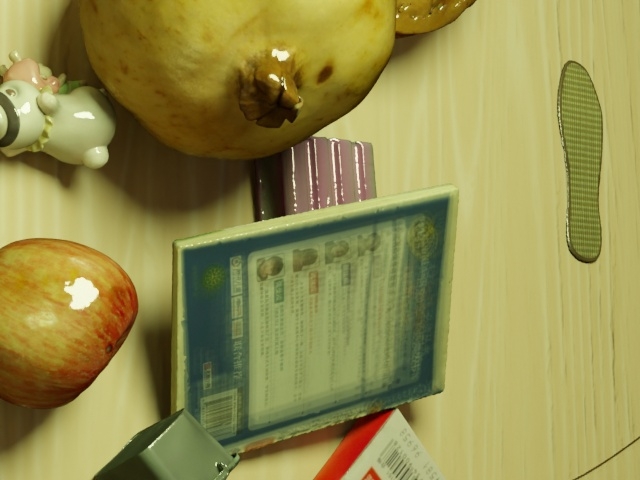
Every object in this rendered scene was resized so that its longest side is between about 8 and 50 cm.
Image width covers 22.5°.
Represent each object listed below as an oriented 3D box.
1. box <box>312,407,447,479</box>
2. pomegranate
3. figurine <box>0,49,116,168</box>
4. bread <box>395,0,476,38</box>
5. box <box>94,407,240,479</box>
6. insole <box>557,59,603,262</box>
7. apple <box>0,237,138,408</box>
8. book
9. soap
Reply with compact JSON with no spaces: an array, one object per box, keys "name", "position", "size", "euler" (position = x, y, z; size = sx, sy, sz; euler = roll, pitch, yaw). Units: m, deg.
[{"name":"box","position":[0.091,0.292,1.627],"size":[0.123,0.050,0.229],"euler":[-48,113,-35]},{"name":"pomegranate","position":[-0.068,-0.213,1.442],"size":[0.307,0.307,0.307],"euler":[11,73,-40]},{"name":"figurine","position":[-0.260,-0.112,1.404],"size":[0.146,0.081,0.098],"euler":[11,30,-35]},{"name":"bread","position":[0.085,-0.317,1.699],"size":[0.270,0.143,0.195],"euler":[-40,107,-42]},{"name":"box","position":[-0.137,0.201,1.401],"size":[0.069,0.122,0.084],"euler":[52,49,-5]},{"name":"insole","position":[0.319,-0.096,1.948],"size":[0.086,0.005,0.253],"euler":[10,74,-40]},{"name":"apple","position":[-0.230,0.067,1.331],"size":[0.131,0.146,0.146],"euler":[32,57,-1]},{"name":"book","position":[-0.002,0.078,1.520],"size":[0.322,0.018,0.228],"euler":[-12,115,-34]},{"name":"soap","position":[0.000,0.000,1.599],"size":[0.122,0.065,0.203],"euler":[3,80,-40]}]
